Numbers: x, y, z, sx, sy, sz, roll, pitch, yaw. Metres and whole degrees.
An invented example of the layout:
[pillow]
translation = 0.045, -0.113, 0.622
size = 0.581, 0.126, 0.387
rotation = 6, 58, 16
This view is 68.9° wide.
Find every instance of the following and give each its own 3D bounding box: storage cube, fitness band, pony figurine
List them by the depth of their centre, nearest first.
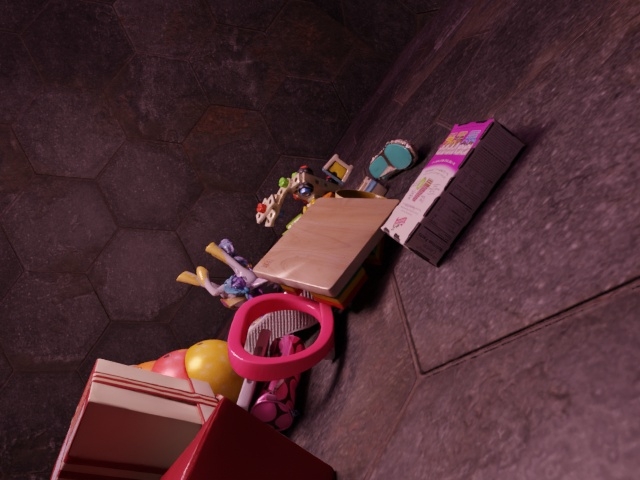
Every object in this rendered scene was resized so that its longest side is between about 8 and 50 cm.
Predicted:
[storage cube]
translation = -0.112, 0.345, 0.552
size = 0.184, 0.215, 0.193
rotation = -54, 4, 14
[fitness band]
translation = -0.075, 0.182, 0.939
size = 0.291, 0.209, 0.054
rotation = -93, -2, -71
[pony figurine]
translation = -0.266, 0.156, 1.673
size = 0.351, 0.363, 0.303
rotation = -44, -10, -47

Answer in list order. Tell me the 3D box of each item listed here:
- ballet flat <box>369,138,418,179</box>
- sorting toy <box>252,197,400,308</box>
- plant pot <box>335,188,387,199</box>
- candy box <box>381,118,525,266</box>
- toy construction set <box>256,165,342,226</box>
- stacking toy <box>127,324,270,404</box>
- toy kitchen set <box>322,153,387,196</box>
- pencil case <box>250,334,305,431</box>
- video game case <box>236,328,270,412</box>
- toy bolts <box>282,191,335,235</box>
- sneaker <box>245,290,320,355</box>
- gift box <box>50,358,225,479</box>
[ballet flat]
translation = 0.206, -0.228, 1.257
size = 0.077, 0.091, 0.241
rotation = -33, 7, -18
[sorting toy]
translation = 0.026, 0.023, 1.015
size = 0.257, 0.089, 0.255
rotation = 7, 49, 48
[plant pot]
translation = 0.096, -0.064, 1.161
size = 0.134, 0.134, 0.095
rotation = -87, 5, -71
[candy box]
translation = 0.211, -0.083, 0.781
size = 0.233, 0.071, 0.159
rotation = -54, 10, 6
[toy construction set]
translation = -0.049, -0.127, 1.506
size = 0.215, 0.327, 0.151
rotation = -31, 68, 45
[stacking toy]
translation = -0.320, 0.398, 1.323
size = 0.480, 0.350, 0.350
rotation = -36, 12, 6
[toy kitchen set]
translation = 0.078, -0.158, 1.370
size = 0.122, 0.166, 0.207
rotation = -54, 10, 8
[pencil case]
translation = -0.078, 0.277, 0.938
size = 0.209, 0.095, 0.098
rotation = -82, -14, -64
[video game case]
translation = -0.144, 0.335, 0.972
size = 0.206, 0.026, 0.227
rotation = -77, -1, -58
[toy bolts]
translation = 0.000, 0.000, 1.322
size = 0.218, 0.158, 0.228
rotation = -37, 13, 22
[sneaker]
translation = -0.059, 0.173, 1.169
size = 0.282, 0.102, 0.161
rotation = -36, -5, 23
[gift box]
translation = -0.298, 0.378, 0.789
size = 0.255, 0.258, 0.276
rotation = -68, 23, 0
